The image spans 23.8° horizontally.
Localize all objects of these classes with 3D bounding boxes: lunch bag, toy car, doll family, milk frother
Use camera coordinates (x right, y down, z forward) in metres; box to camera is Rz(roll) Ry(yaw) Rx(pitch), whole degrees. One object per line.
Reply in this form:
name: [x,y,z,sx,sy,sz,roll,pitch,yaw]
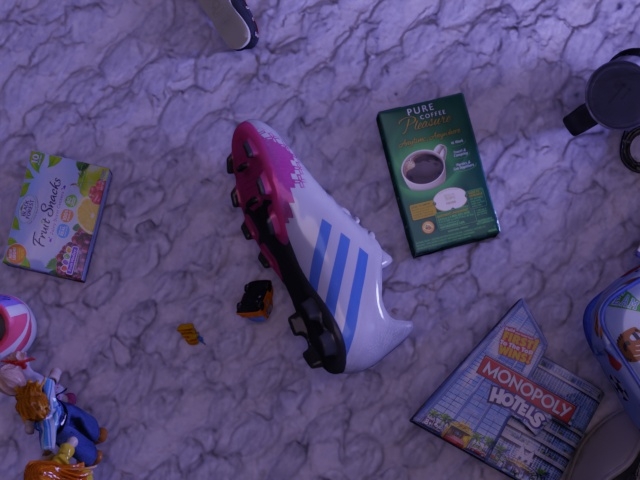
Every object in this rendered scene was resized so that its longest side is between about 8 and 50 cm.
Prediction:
lunch bag: [0.468,0.144,1.746,0.243,0.115,0.303,-32,85,-9]
toy car: [-0.110,0.089,1.845,0.122,0.060,0.040,-18,127,12]
doll family: [-0.295,0.233,1.703,0.118,0.163,0.263,-17,60,16]
milk frother: [0.381,-0.148,1.832,0.143,0.135,0.129,41,114,7]

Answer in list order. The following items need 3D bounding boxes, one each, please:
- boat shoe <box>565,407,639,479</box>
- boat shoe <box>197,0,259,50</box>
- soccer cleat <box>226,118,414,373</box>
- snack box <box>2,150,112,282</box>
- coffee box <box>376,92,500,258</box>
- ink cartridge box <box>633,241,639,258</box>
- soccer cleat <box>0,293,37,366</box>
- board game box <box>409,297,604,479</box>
boat shoe: [0.339,0.293,1.818,0.065,0.075,0.206,44,73,-39]
boat shoe: [-0.120,-0.296,1.889,0.049,0.042,0.133,-30,82,20]
soccer cleat: [0.000,0.000,1.827,0.143,0.116,0.331,-19,80,-26]
snack box: [-0.319,-0.029,1.845,0.100,0.037,0.141,12,82,2]
coffee box: [0.144,-0.081,1.864,0.113,0.040,0.184,-15,83,-4]
ink cartridge box: [0.540,-0.092,1.865,0.175,0.069,0.371,31,80,2]
soccer cleat: [-0.485,0.156,1.774,0.318,0.116,0.109,-29,84,-6]
board game box: [0.237,0.179,1.820,0.194,0.060,0.194,29,83,3]
